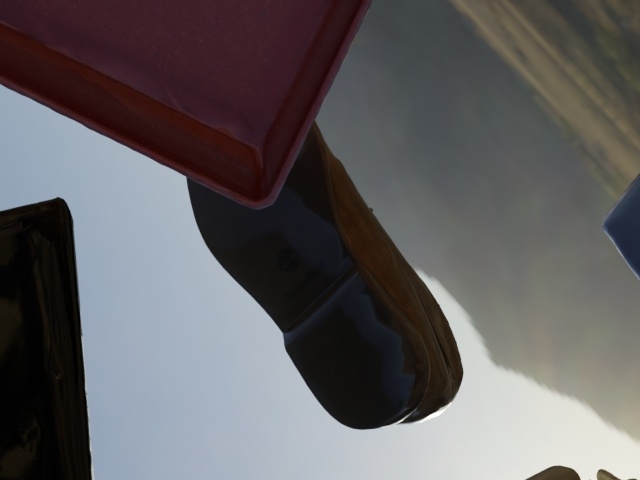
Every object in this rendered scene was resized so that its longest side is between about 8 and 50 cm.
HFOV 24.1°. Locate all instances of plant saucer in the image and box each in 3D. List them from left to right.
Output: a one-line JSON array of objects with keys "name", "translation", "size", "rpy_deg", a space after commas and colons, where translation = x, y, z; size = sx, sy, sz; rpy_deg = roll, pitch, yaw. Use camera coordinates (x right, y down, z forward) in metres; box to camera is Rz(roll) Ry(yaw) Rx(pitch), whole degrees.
[{"name": "plant saucer", "translation": [-0.089, -0.185, 0.848], "size": [0.258, 0.259, 0.048], "rpy_deg": [26, -161, -1]}]

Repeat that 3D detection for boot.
[{"name": "boot", "translation": [0.000, 0.000, 1.066], "size": [0.115, 0.112, 0.305], "rpy_deg": [9, -132, -58]}]

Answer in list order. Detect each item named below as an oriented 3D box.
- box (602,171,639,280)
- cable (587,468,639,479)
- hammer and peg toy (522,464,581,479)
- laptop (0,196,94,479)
[{"name": "box", "translation": [0.378, 0.057, 0.814], "size": [0.293, 0.212, 0.395], "rpy_deg": [29, -163, -19]}, {"name": "cable", "translation": [0.356, 0.285, 1.268], "size": [0.287, 0.072, 0.139], "rpy_deg": [26, 178, -3]}, {"name": "hammer and peg toy", "translation": [0.093, 0.368, 1.166], "size": [0.266, 0.361, 0.127], "rpy_deg": [66, 164, -5]}, {"name": "laptop", "translation": [-0.292, 0.237, 0.894], "size": [0.236, 0.382, 0.408], "rpy_deg": [76, -178, -55]}]
